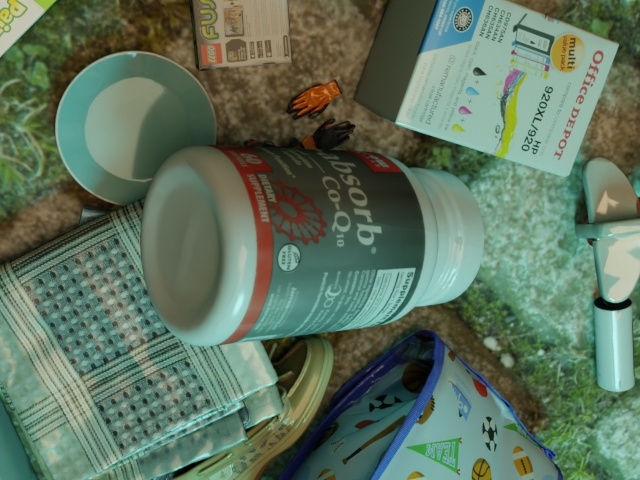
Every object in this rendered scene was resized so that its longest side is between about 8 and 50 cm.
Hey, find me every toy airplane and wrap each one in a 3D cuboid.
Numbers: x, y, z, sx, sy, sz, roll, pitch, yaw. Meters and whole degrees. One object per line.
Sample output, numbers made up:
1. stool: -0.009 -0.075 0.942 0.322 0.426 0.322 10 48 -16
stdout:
1. toy airplane: 0.533 -0.037 1.184 0.384 0.272 0.386 38 108 16

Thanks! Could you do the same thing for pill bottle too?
1. pill bottle: 0.000 0.000 1.015 0.363 0.210 0.210 -3 110 -38

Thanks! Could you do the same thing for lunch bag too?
1. lunch bag: 0.131 0.360 1.196 0.328 0.239 0.385 46 70 -21

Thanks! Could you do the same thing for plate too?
1. plate: -0.218 -0.132 1.062 0.188 0.024 0.188 -4 108 -14

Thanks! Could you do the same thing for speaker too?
1. speaker: 0.429 0.149 1.303 0.055 0.055 0.136 -13 110 -10

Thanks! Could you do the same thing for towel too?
1. towel: -0.236 0.138 1.068 0.312 0.056 0.324 -26 100 -2

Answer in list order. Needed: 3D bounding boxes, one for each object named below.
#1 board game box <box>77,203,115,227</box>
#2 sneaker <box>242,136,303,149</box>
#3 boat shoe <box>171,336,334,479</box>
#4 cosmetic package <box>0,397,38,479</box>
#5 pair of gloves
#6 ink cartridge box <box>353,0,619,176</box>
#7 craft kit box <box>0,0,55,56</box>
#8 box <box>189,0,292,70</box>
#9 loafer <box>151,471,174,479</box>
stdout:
1. board game box: -0.229 0.022 1.109 0.154 0.026 0.103 13 104 -18
2. sneaker: -0.091 -0.090 1.098 0.158 0.061 0.064 -14 75 -16
3. boat shoe: -0.087 0.237 1.174 0.089 0.104 0.285 33 99 -21
4. cosmetic package: -0.476 0.314 1.070 0.230 0.161 0.453 -18 112 -8
5. pair of gloves: 0.001 -0.153 1.118 0.074 0.010 0.083 -25 113 -5
6. ink cartridge box: 0.193 -0.199 1.065 0.233 0.168 0.171 15 103 -19
7. craft kit box: -0.412 -0.304 0.941 0.250 0.061 0.247 -44 115 3
8. box: -0.097 -0.306 1.028 0.114 0.036 0.206 -7 110 -12
9. loafer: -0.250 0.324 1.168 0.109 0.095 0.302 15 85 14
